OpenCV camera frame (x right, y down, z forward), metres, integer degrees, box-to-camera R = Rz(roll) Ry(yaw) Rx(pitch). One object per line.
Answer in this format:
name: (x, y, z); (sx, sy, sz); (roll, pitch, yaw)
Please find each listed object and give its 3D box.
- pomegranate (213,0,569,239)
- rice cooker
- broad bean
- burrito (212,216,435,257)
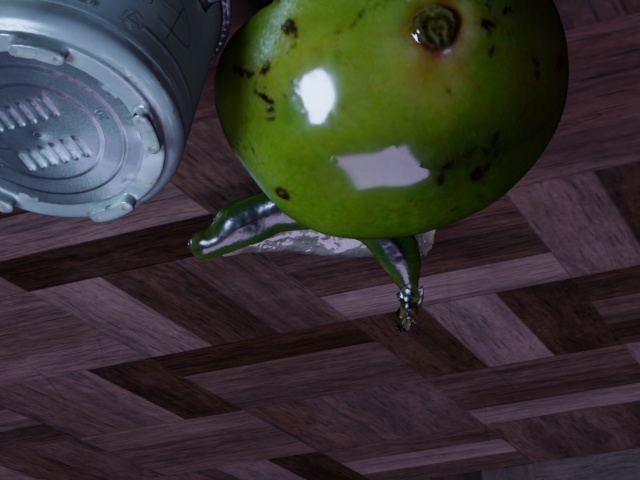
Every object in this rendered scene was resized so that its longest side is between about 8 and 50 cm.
pomegranate: (0.064, -0.101, 1.333); (0.310, 0.216, 0.358); (-17, 165, -17)
rice cooker: (-0.202, -0.161, 1.209); (0.281, 0.227, 0.241); (-15, 133, 29)
broad bean: (0.000, 0.000, 1.754); (0.292, 0.144, 0.049); (20, -174, -10)
burrito: (0.002, -0.009, 1.814); (0.275, 0.059, 0.082); (-1, 147, -8)
